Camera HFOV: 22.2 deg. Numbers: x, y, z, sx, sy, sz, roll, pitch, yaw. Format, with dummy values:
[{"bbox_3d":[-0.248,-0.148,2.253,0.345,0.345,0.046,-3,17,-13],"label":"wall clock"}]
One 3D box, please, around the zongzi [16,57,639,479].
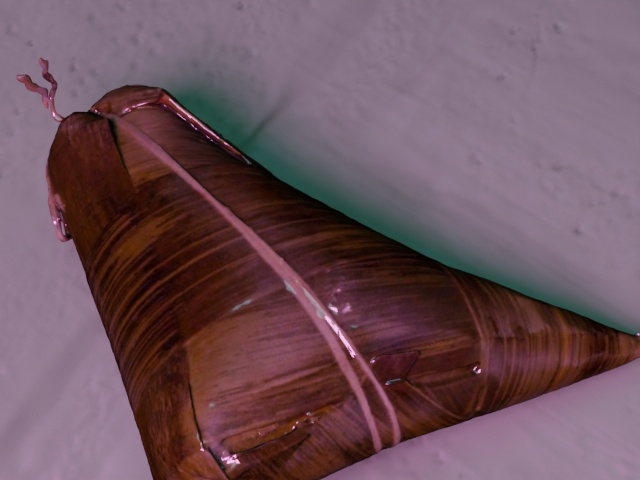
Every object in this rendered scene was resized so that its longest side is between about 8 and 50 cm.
[{"bbox_3d":[0.000,0.000,0.810,0.241,0.111,0.248,-16,57,-17],"label":"zongzi"}]
